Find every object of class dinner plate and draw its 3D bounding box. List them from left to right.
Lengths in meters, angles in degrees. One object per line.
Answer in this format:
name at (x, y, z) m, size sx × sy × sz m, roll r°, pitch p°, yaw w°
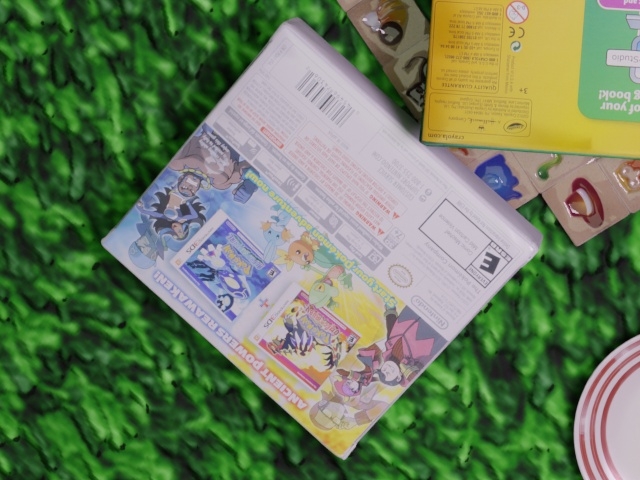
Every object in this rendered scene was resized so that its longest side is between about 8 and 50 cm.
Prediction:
dinner plate at (0.226, 0.119, 1.099) m, size 0.141 × 0.017 × 0.141 m, roll 2°, pitch 101°, yaw 10°

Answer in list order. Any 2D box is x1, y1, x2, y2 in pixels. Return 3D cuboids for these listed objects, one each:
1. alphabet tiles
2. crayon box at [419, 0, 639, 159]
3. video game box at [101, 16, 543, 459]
alphabet tiles at (0.139, -0.125, 1.075) m, size 0.198 × 0.009 × 0.237 m, roll -33°, pitch 93°, yaw 14°
crayon box at (0.201, -0.129, 1.016) m, size 0.278 × 0.081 × 0.165 m, roll 5°, pitch 101°, yaw 9°
video game box at (0.000, 0.000, 1.101) m, size 0.205 × 0.048 × 0.187 m, roll 42°, pitch 106°, yaw 1°
